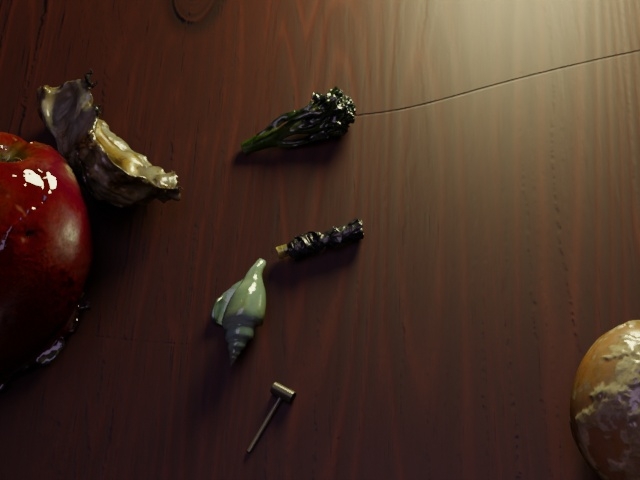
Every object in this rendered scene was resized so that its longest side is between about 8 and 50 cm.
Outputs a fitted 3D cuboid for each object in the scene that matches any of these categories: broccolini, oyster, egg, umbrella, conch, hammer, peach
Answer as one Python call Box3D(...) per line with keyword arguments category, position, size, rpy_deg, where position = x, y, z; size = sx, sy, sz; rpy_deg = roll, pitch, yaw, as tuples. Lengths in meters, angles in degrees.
Box3D(category="broccolini", position=(-0.037, -0.189, 1.672), size=(0.202, 0.068, 0.091), rpy_deg=(-24, 83, -3))
Box3D(category="oyster", position=(-0.366, -0.167, 1.640), size=(0.133, 0.198, 0.337), rpy_deg=(-39, 57, -5))
Box3D(category="egg", position=(0.427, 0.223, 1.337), size=(0.194, 0.195, 0.233), rpy_deg=(-8, 75, 4))
Box3D(category="umbrella", position=(0.000, 0.000, 1.588), size=(0.143, 0.040, 0.037), rpy_deg=(-17, 72, 1))
Box3D(category="conch", position=(-0.121, 0.111, 1.545), size=(0.065, 0.088, 0.180), rpy_deg=(30, 56, -26))
Box3D(category="hammer", position=(-0.079, 0.264, 1.485), size=(0.035, 0.019, 0.110), rpy_deg=(26, 76, 19))
Box3D(category="peach", position=(-0.544, 0.037, 1.530), size=(0.339, 0.353, 0.417), rpy_deg=(35, 115, 28))
